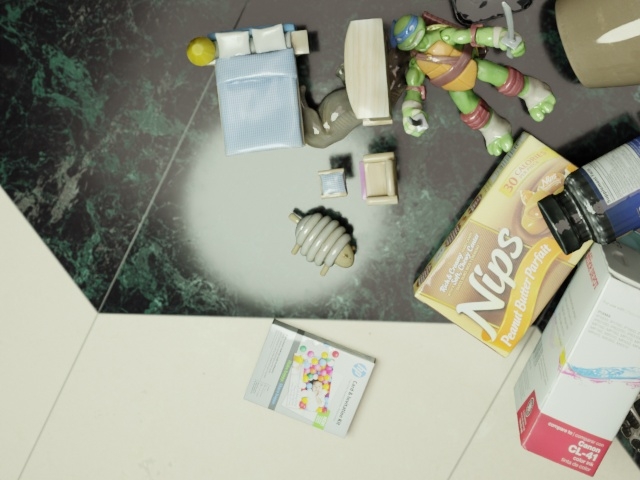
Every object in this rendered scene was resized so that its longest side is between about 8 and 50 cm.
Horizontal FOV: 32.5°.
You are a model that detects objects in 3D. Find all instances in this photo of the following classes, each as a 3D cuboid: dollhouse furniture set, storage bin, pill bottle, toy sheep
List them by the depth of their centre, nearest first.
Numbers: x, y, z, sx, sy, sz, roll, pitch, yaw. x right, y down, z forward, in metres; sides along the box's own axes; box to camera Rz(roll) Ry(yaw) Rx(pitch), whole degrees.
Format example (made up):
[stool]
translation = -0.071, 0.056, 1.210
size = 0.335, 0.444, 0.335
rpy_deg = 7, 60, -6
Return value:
[dollhouse furniture set]
translation = -0.046, -0.185, 1.625
size = 0.303, 0.198, 0.287
rpy_deg = -4, 92, 6
[pill bottle]
translation = 0.441, -0.069, 1.633
size = 0.219, 0.123, 0.123
rpy_deg = -29, 97, 6
[storage bin]
translation = 0.249, -0.429, 1.688
size = 0.122, 0.084, 0.180
rpy_deg = -15, 98, 7
[toy sheep]
translation = 0.000, 0.000, 1.790
size = 0.132, 0.091, 0.091
rpy_deg = 34, 101, 4

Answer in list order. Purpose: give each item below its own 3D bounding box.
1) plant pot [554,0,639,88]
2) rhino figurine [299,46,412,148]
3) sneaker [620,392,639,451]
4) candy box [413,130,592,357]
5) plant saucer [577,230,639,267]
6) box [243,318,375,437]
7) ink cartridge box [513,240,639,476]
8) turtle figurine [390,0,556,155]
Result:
[plant pot]
translation = 0.479, -0.327, 1.621
size = 0.229, 0.263, 0.263
rpy_deg = -18, 99, 25
[rhino figurine]
translation = 0.059, -0.233, 1.747
size = 0.243, 0.073, 0.106
rpy_deg = -28, 93, 8
[sneaker]
translation = 0.575, 0.305, 1.775
size = 0.279, 0.118, 0.107
rpy_deg = 42, 115, -11
[candy box]
translation = 0.312, 0.006, 1.759
size = 0.183, 0.087, 0.316
rpy_deg = 34, 101, -3
[plant saucer]
translation = 0.476, 0.033, 1.784
size = 0.119, 0.021, 0.119
rpy_deg = 1, 101, 6
[box]
translation = -0.019, 0.234, 1.857
size = 0.186, 0.038, 0.145
rpy_deg = 22, 102, 0
[ink cartridge box]
translation = 0.421, 0.172, 1.695
size = 0.131, 0.226, 0.306
rpy_deg = 25, 109, 0
[turtle figurine]
translation = 0.226, -0.218, 1.628
size = 0.266, 0.274, 0.198
rpy_deg = 28, 89, -33
